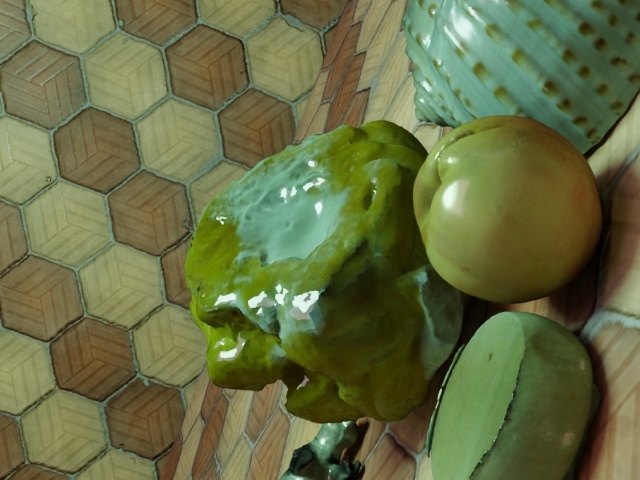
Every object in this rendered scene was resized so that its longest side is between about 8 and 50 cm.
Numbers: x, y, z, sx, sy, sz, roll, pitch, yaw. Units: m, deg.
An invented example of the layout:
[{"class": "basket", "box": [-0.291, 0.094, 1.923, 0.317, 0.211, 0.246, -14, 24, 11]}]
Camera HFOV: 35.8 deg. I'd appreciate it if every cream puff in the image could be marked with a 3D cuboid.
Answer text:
[{"class": "cream puff", "box": [0.025, 0.062, 1.188, 0.378, 0.275, 0.378, -20, 44, 21]}]

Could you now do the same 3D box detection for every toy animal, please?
[{"class": "toy animal", "box": [-0.010, 0.332, 1.342, 0.121, 0.094, 0.225, -165, 95, -87]}]

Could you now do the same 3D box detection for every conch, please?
[{"class": "conch", "box": [0.215, -0.238, 1.063, 0.303, 0.215, 0.319, -105, 36, -52]}]

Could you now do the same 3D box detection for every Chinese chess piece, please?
[{"class": "Chinese chess piece", "box": [0.169, 0.157, 0.889, 0.188, 0.083, 0.188, -159, 90, -81]}]

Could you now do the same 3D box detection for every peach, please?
[{"class": "peach", "box": [0.178, -0.026, 0.937, 0.184, 0.184, 0.184, -159, 90, -78]}]

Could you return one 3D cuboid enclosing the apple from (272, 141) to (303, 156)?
[{"class": "apple", "box": [0.000, 0.000, 1.466, 0.309, 0.250, 0.277, -87, 23, -49]}]
